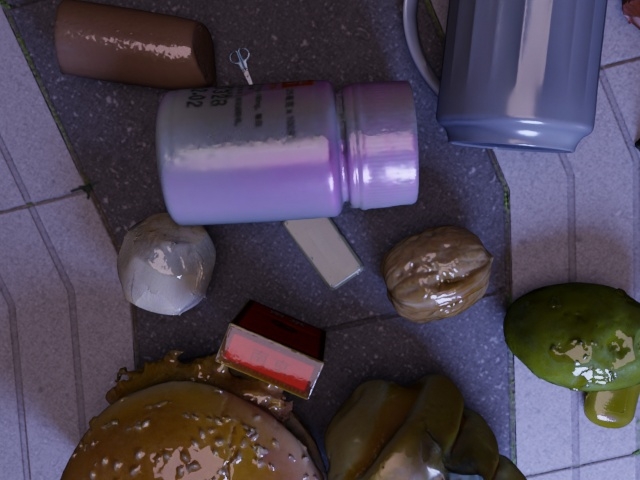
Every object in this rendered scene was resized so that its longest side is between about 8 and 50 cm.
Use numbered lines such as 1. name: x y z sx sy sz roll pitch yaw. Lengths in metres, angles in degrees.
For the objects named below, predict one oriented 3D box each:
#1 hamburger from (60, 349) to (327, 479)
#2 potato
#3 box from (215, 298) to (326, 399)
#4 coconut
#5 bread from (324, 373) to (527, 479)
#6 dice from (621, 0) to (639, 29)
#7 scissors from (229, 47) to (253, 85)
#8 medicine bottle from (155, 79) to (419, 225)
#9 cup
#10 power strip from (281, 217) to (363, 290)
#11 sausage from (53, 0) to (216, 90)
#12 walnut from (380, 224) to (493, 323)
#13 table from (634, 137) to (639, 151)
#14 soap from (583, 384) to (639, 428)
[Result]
1. hamburger: -0.192 0.323 1.257 0.445 0.268 0.287 8 92 3
2. potato: 0.425 0.158 1.254 0.253 0.148 0.186 12 62 22
3. box: -0.071 0.167 1.239 0.153 0.240 0.074 19 94 0
4. coconut: -0.255 0.048 1.276 0.161 0.161 0.162 16 117 1
5. bread: 0.168 0.370 1.222 0.300 0.210 0.341 -29 87 -35
6. dice: 0.590 -0.388 1.189 0.175 0.179 0.174 37 96 1
7. scissors: -0.126 -0.285 1.313 0.036 0.006 0.083 -22 94 3
8. medicine bottle: -0.047 -0.141 1.217 0.388 0.219 0.219 -4 96 4
9. cup: 0.271 -0.309 1.199 0.322 0.237 0.327 9 97 31
10. power strip: 0.000 0.000 1.326 0.076 0.028 0.169 -34 95 6
11. sausage: -0.295 -0.313 1.261 0.252 0.123 0.123 8 96 0
12. walnut: 0.194 0.054 1.264 0.184 0.155 0.155 -21 95 2
13. table: 0.715 -0.184 1.156 0.335 0.272 0.222 -44 92 6
14. soap: 0.501 0.251 1.322 0.089 0.045 0.140 12 97 4
